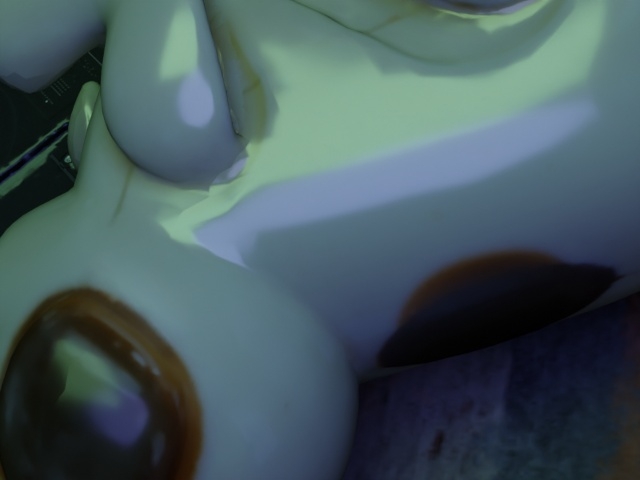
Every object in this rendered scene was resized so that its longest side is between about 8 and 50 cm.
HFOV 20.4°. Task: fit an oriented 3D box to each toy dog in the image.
[{"bbox_3d":[0.000,0.000,0.865,0.408,0.284,0.395,-43,76,-10],"label":"toy dog"}]

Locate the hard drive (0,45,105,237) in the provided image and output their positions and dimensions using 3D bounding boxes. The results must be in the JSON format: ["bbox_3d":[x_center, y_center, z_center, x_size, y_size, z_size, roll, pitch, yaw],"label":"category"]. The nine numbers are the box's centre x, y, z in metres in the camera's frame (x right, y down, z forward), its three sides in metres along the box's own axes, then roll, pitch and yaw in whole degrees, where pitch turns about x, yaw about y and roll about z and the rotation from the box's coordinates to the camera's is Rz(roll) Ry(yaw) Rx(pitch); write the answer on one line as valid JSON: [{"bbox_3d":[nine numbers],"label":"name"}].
[{"bbox_3d":[-0.261,-0.007,1.073,0.339,0.064,0.237,-40,51,-9],"label":"hard drive"}]
